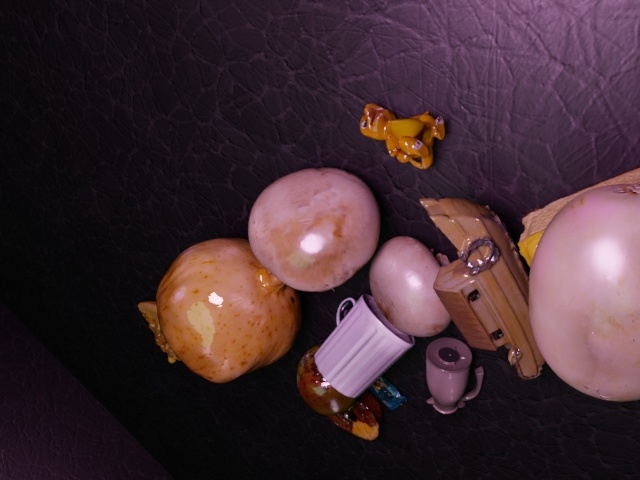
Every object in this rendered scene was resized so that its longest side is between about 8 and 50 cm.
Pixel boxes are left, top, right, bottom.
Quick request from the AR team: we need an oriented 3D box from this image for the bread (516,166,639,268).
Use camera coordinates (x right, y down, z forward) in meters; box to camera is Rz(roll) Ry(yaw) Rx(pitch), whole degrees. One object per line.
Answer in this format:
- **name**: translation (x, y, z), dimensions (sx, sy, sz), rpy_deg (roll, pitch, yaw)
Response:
- **bread**: translation (0.548, 0.049, 0.827), dimensions (0.333, 0.143, 0.324), rpy_deg (-26, 101, 43)

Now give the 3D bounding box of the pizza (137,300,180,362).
- **pizza**: translation (-0.520, 0.316, 1.809), dimensions (0.257, 0.087, 0.269), rpy_deg (-20, 104, 39)

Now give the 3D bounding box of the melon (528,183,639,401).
- **melon**: translation (0.408, 0.077, 0.700), dimensions (0.222, 0.223, 0.317), rpy_deg (7, 120, 32)

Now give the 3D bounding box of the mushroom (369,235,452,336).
- **mushroom**: translation (0.206, 0.098, 1.095), dimensions (0.226, 0.177, 0.227), rpy_deg (50, 150, 45)

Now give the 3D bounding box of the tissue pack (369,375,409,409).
- **tissue pack**: translation (0.174, 0.418, 1.420), dimensions (0.138, 0.028, 0.085), rpy_deg (45, 135, 6)

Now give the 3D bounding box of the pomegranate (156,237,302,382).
- **pomegranate**: translation (-0.215, 0.158, 1.295), dimensions (0.409, 0.410, 0.411), rpy_deg (18, 128, 25)

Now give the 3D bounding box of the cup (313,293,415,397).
- **cup**: translation (0.102, 0.249, 1.236), dimensions (0.166, 0.221, 0.202), rpy_deg (40, 102, -5)

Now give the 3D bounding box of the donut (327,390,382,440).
- **donut**: translation (0.102, 0.501, 1.492), dimensions (0.183, 0.073, 0.166), rpy_deg (3, 121, 35)

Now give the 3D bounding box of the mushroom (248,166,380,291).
- **mushroom**: translation (0.000, 0.000, 1.113), dimensions (0.292, 0.293, 0.290), rpy_deg (18, 152, 25)

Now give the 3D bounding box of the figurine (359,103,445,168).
- **figurine**: translation (0.153, -0.200, 0.988), dimensions (0.176, 0.121, 0.122), rpy_deg (33, 162, 31)

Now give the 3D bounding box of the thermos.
- **thermos**: translation (0.322, 0.339, 1.220), dimensions (0.137, 0.105, 0.193), rpy_deg (-5, 125, 3)

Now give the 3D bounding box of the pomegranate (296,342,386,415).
- **pomegranate**: translation (0.051, 0.383, 1.368), dimensions (0.245, 0.198, 0.199), rpy_deg (19, 128, 19)

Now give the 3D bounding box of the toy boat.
- **toy boat**: translation (0.311, 0.092, 0.968), dimensions (0.162, 0.136, 0.446), rpy_deg (-28, 119, 11)
